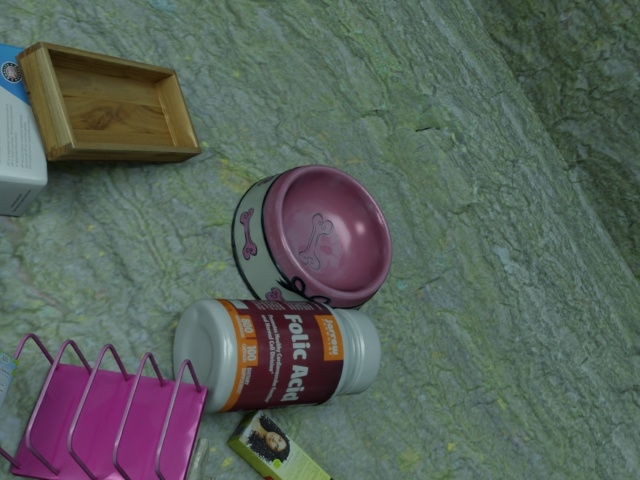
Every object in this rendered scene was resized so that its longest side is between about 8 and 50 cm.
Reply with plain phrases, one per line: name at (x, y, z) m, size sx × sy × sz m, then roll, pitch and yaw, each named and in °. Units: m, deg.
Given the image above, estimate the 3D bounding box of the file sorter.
file sorter at (-0.361, 0.284, 1.200) m, size 0.291 × 0.182 × 0.202 m, roll 8°, pitch 57°, yaw 5°

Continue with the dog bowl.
dog bowl at (0.000, 0.000, 1.738) m, size 0.408 × 0.150 × 0.407 m, roll 17°, pitch 59°, yaw -31°

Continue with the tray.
tray at (-0.410, -0.264, 1.477) m, size 0.411 × 0.076 × 0.202 m, roll -13°, pitch 84°, yaw -65°

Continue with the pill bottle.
pill bottle at (-0.081, 0.234, 1.506) m, size 0.392 × 0.224 × 0.224 m, roll 5°, pitch 66°, yaw -36°

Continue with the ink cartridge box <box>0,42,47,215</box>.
ink cartridge box at (-0.706, -0.216, 1.274) m, size 0.395 × 0.166 × 0.285 m, roll 6°, pitch 65°, yaw -37°

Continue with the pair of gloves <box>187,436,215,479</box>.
pair of gloves at (-0.215, 0.485, 1.283) m, size 0.042 × 0.240 × 0.204 m, roll 8°, pitch 47°, yaw 4°

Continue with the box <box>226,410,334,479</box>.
box at (-0.080, 0.460, 1.511) m, size 0.232 × 0.058 × 0.087 m, roll 46°, pitch 48°, yaw -12°

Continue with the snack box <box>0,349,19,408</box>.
snack box at (-0.575, 0.260, 1.092) m, size 0.070 × 0.175 × 0.207 m, roll 61°, pitch 34°, yaw -54°
